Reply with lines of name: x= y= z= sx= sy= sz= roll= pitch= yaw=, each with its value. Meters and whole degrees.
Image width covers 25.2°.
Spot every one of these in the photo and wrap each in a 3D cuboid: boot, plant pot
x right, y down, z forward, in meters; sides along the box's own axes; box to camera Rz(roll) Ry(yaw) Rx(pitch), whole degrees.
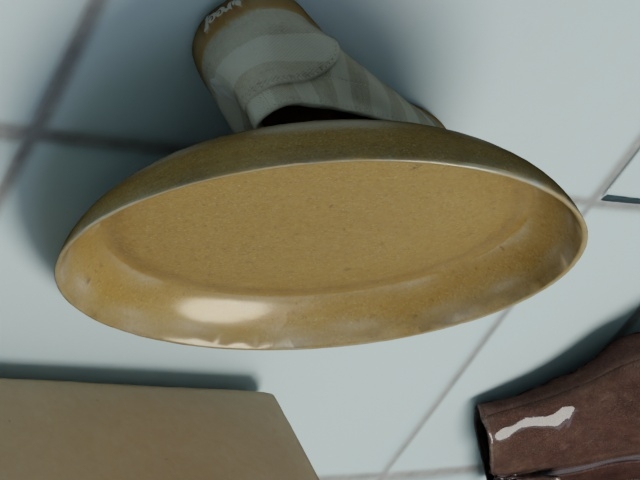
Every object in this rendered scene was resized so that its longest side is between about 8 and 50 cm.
boot: x=0.217 y=0.141 z=1.036 sx=0.207 sy=0.090 sz=0.248 roll=-19 pitch=146 yaw=2
plant pot: x=0.000 y=0.000 z=0.646 sx=0.236 sy=0.032 sz=0.236 roll=-3 pitch=159 yaw=-1

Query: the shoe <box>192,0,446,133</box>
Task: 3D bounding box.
shoe: x=0.017 y=-0.036 z=0.664 sx=0.076 sy=0.058 sz=0.219 roll=-41 pitch=144 yaw=11

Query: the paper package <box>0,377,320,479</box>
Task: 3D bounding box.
paper package: x=-0.118 y=0.220 z=0.651 sx=0.325 sy=0.309 sz=0.168 roll=9 pitch=127 yaw=-42
